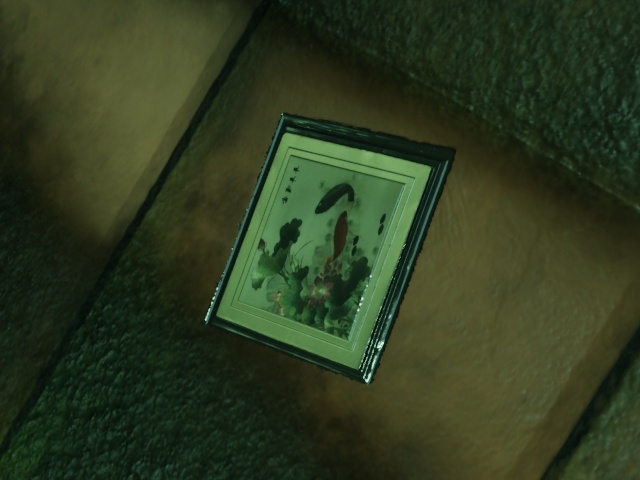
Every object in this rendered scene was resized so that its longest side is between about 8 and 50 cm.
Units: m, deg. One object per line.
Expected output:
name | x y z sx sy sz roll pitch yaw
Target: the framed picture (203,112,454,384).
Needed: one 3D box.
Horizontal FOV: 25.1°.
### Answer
framed picture | 0.000 0.000 1.157 0.199 0.010 0.195 17 85 43
